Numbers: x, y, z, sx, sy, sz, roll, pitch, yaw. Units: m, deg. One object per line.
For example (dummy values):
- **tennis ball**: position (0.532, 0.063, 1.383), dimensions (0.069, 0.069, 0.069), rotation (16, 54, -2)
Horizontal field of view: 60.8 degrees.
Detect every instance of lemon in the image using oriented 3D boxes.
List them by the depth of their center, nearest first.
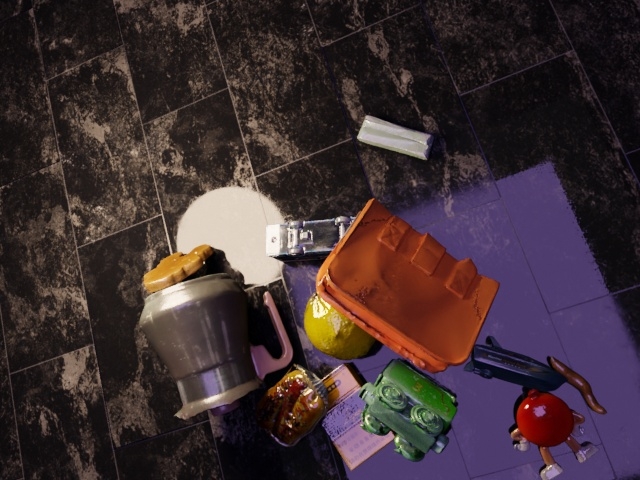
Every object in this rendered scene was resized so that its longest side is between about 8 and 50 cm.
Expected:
- **lemon**: position (0.056, 0.218, 1.462), dimensions (0.231, 0.192, 0.192), rotation (42, 92, -21)

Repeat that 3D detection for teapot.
- **teapot**: position (-0.282, 0.287, 1.522), dimensions (0.376, 0.305, 0.362), rotation (-17, 83, -18)

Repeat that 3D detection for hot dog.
- **hot dog**: position (-0.079, 0.448, 1.463), dimensions (0.163, 0.082, 0.270), rotation (50, 124, 19)

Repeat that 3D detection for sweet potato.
- **sweet potato**: position (0.642, 0.356, 1.360), dimensions (0.044, 0.044, 0.179), rotation (-44, 79, 3)

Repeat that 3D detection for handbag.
- **handbag**: position (0.217, 0.115, 1.381), dimensions (0.410, 0.116, 0.303), rotation (35, 61, 0)

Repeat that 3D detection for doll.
- **doll**: position (0.556, 0.464, 1.343), dimensions (0.183, 0.085, 0.217), rotation (-33, 90, 9)

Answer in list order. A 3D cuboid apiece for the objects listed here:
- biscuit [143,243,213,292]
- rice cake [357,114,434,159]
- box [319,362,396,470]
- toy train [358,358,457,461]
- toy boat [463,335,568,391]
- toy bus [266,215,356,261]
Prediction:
- **biscuit**: position (-0.419, 0.084, 1.585), dimensions (0.186, 0.295, 0.044), rotation (-19, 104, 14)
- **rice cake**: position (0.223, -0.302, 1.603), dimensions (0.221, 0.042, 0.080), rotation (21, 81, 19)
- **box**: position (0.079, 0.472, 1.477), dimensions (0.152, 0.070, 0.237), rotation (-38, 74, 5)
- **toy train**: position (0.221, 0.427, 1.381), dimensions (0.243, 0.188, 0.132), rotation (33, 122, 19)
- **toy boat**: position (0.496, 0.318, 1.380), dimensions (0.246, 0.093, 0.103), rotation (14, 62, 17)
- **toy bus**: position (0.000, 0.000, 1.557), dimensions (0.297, 0.131, 0.106), rotation (-4, 76, 14)
